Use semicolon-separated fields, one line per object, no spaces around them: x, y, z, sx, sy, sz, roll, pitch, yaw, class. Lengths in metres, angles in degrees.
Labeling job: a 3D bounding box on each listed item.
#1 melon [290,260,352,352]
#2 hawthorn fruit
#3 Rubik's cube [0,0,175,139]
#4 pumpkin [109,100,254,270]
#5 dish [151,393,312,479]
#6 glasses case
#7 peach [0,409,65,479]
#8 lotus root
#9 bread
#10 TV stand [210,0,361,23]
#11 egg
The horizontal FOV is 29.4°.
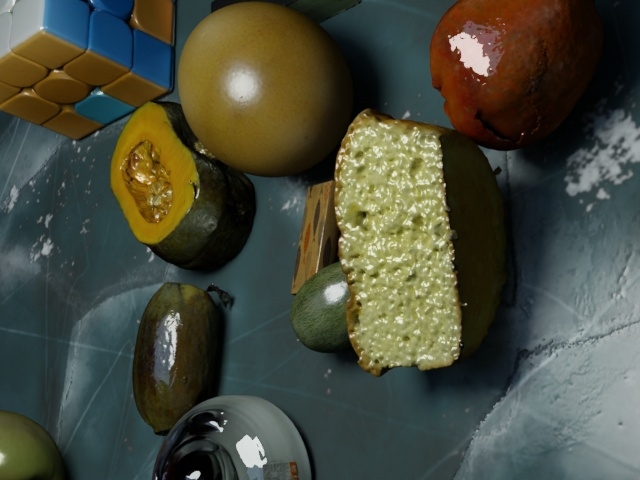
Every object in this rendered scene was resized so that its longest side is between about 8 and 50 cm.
0.025;0.093;1.689;0.167;0.114;0.114;-42;49;27;melon
0.268;-0.255;1.539;0.299;0.211;0.211;-43;48;9;hawthorn fruit
-0.463;-0.395;2.232;0.291;0.292;0.290;-21;60;38;Rubik's cube
-0.221;-0.109;1.998;0.222;0.139;0.317;-50;43;22;pumpkin
-0.159;0.347;1.722;0.273;0.134;0.273;-10;72;35;dish
0.000;0.000;1.805;0.065;0.041;0.170;-11;66;54;glasses case
-0.555;0.429;2.028;0.292;0.247;0.292;7;100;42;peach
-0.224;0.180;1.890;0.124;0.123;0.241;-11;67;48;lotus root
0.139;-0.005;1.561;0.194;0.179;0.340;-1;98;39;bread
-0.061;-0.389;1.992;0.269;0.083;0.088;-20;60;37;TV stand
-0.089;-0.231;1.833;0.250;0.250;0.322;-58;39;9;egg
